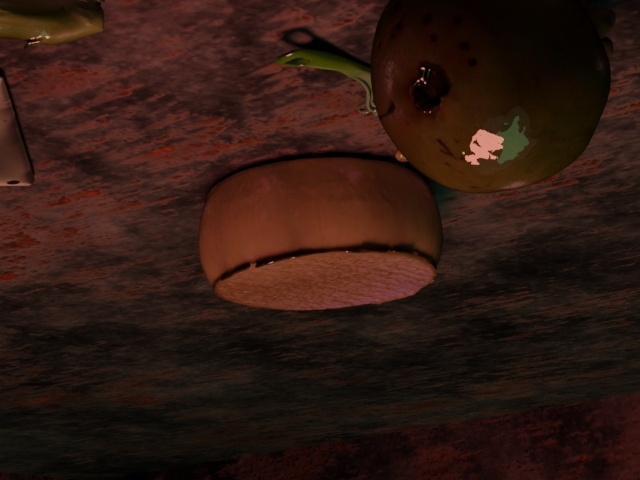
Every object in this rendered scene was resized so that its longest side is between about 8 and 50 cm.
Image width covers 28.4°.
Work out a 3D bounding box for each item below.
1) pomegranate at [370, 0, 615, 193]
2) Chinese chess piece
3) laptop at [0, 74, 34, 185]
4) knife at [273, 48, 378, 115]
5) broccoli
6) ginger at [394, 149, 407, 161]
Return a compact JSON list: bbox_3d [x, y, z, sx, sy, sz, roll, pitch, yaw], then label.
[{"bbox_3d":[0.143,-0.119,0.943,0.211,0.179,0.179,6,160,-27],"label":"pomegranate"},{"bbox_3d":[0.000,0.000,1.398,0.270,0.112,0.270,-3,163,-1],"label":"Chinese chess piece"},{"bbox_3d":[-0.376,-0.098,1.187,0.188,0.015,0.269,-1,162,-7],"label":"laptop"},{"bbox_3d":[0.021,-0.143,1.095,0.078,0.022,0.166,-26,154,37],"label":"knife"},{"bbox_3d":[-0.250,-0.158,0.901,0.204,0.118,0.122,-8,146,-31],"label":"broccoli"},{"bbox_3d":[0.131,-0.108,1.138,0.115,0.081,0.205,10,169,1],"label":"ginger"}]
